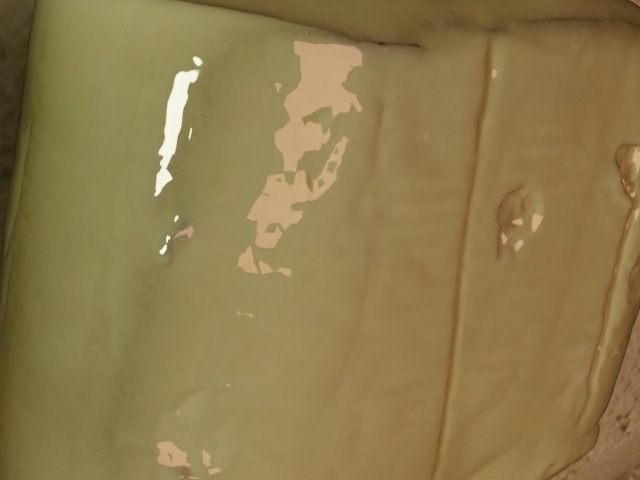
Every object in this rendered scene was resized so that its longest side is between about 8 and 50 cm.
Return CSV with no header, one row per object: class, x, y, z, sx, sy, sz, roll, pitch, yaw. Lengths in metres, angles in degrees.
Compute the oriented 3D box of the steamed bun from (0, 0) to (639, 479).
steamed bun,0.000,0.000,0.970,0.455,0.290,0.371,-3,111,-43
